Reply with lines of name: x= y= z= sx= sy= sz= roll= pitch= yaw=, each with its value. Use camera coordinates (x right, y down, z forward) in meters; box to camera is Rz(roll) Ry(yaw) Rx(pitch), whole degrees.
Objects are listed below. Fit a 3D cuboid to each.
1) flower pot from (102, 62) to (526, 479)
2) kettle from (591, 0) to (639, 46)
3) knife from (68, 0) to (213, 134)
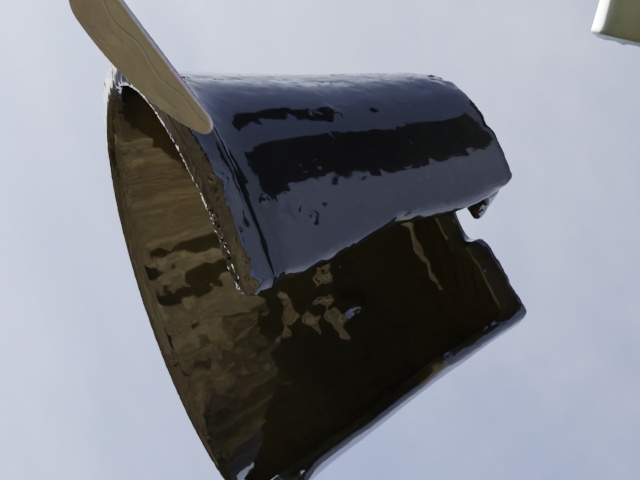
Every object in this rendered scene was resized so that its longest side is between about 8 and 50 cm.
flower pot: x=0.000 y=0.000 z=1.544 sx=0.379 sy=0.251 sz=0.379 roll=160 pitch=-90 yaw=-74
kettle: x=0.390 y=-0.301 z=1.693 sx=0.265 sy=0.205 sz=0.318 roll=19 pitch=-82 yaw=48
knife: x=-0.152 y=-0.167 z=1.322 sx=0.058 sy=0.032 sz=0.244 roll=-29 pitch=-83 yaw=43
